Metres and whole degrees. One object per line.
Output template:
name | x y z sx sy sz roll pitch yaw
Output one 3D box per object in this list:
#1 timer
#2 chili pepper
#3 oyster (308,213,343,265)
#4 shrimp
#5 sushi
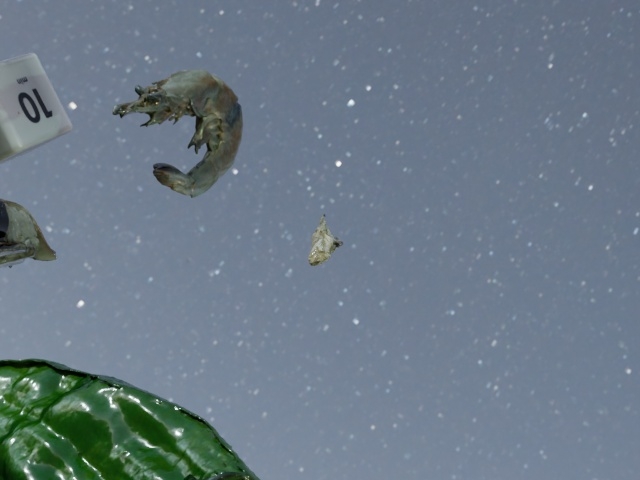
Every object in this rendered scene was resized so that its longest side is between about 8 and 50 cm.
timer | -0.712 -0.283 1.956 0.194 0.192 0.195 -19 -78 31
chili pepper | -0.238 0.252 0.899 0.384 0.213 0.168 11 -39 34
oyster | 0.003 -0.002 2.022 0.061 0.200 0.106 -33 -95 17
shrimp | -0.257 -0.204 1.646 0.085 0.360 0.247 11 -85 29
sushi | -0.444 -0.024 1.122 0.134 0.273 0.109 -15 -97 29
